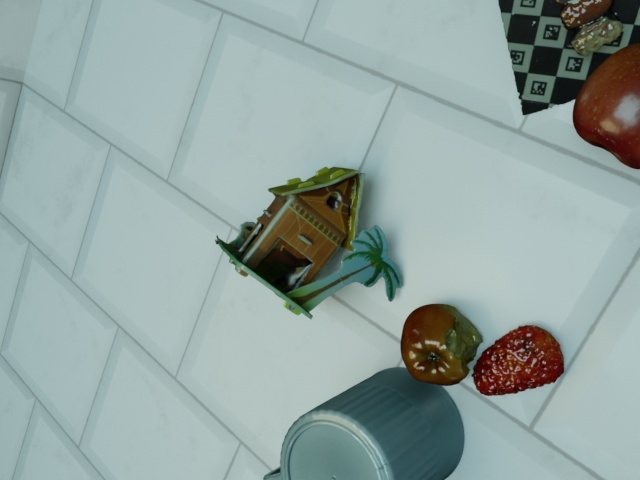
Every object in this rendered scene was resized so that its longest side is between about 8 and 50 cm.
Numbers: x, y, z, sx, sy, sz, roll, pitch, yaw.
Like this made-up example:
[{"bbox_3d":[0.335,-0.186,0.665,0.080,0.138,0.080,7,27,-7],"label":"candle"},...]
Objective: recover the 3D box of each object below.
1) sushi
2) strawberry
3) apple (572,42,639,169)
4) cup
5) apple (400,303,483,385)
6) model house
[{"bbox_3d":[0.435,-0.376,0.915,0.264,0.050,0.290,-10,111,32],"label":"sushi"},{"bbox_3d":[0.367,0.241,1.031,0.188,0.082,0.121,-43,72,23],"label":"strawberry"},{"bbox_3d":[0.504,-0.210,0.869,0.181,0.181,0.168,47,112,23],"label":"apple"},{"bbox_3d":[0.075,0.406,1.087,0.331,0.311,0.257,5,94,33],"label":"cup"},{"bbox_3d":[0.226,0.206,1.074,0.147,0.158,0.156,1,96,35],"label":"apple"},{"bbox_3d":[0.000,0.000,1.242,0.323,0.340,0.300,-53,21,-3],"label":"model house"}]
